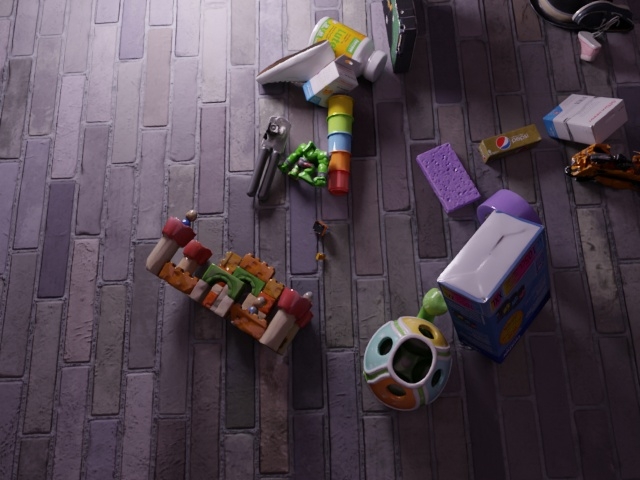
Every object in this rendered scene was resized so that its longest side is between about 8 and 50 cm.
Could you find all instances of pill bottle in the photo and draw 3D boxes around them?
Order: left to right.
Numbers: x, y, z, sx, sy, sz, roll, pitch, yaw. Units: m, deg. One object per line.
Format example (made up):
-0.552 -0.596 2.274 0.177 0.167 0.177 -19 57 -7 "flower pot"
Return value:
0.094 -0.631 1.795 0.245 0.136 0.136 31 78 10 "pill bottle"

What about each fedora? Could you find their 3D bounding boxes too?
0.874 -0.899 1.830 0.333 0.152 0.334 -1 74 3 "fedora"

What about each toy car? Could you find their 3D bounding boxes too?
0.000 0.000 1.686 0.040 0.060 0.122 8 91 -40 "toy car"

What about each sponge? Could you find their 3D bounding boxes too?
0.407 -0.202 1.718 0.117 0.031 0.210 -25 74 -5 "sponge"

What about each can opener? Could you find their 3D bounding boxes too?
-0.170 -0.267 1.748 0.075 0.095 0.284 19 85 -14 "can opener"

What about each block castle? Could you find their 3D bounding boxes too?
-0.234 0.120 1.515 0.453 0.303 0.213 30 77 9 "block castle"

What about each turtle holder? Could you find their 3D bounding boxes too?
0.266 0.315 1.478 0.320 0.227 0.243 -34 75 -7 "turtle holder"

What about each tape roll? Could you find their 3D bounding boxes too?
0.558 -0.053 1.588 0.080 0.189 0.189 -37 76 -7 "tape roll"

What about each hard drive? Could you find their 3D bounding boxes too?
0.256 -0.764 1.775 0.064 0.237 0.339 -6 74 1 "hard drive"

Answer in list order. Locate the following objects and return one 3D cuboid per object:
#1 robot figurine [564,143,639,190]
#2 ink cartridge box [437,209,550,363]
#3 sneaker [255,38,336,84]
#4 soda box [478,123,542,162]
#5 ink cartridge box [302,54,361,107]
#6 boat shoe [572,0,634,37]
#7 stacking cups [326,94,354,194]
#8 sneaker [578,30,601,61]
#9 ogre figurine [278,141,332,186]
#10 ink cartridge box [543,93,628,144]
0.896 -0.218 1.619 0.290 0.211 0.085 13 79 -5 "robot figurine"
0.490 0.148 1.470 0.151 0.395 0.270 30 70 39 "ink cartridge box"
-0.080 -0.552 1.783 0.290 0.123 0.106 -12 33 28 "sneaker"
0.607 -0.311 1.725 0.181 0.058 0.061 -18 74 -3 "soda box"
0.045 -0.510 1.734 0.181 0.104 0.062 -29 69 37 "ink cartridge box"
0.943 -0.728 1.783 0.254 0.095 0.079 -7 72 -30 "boat shoe"
0.057 -0.306 1.728 0.096 0.096 0.316 3 75 3 "stacking cups"
0.898 -0.652 1.818 0.050 0.070 0.134 1 45 -3 "sneaker"
-0.038 -0.242 1.697 0.097 0.197 0.118 35 83 -31 "ogre figurine"
0.818 -0.377 1.667 0.139 0.082 0.190 -38 31 -8 "ink cartridge box"
